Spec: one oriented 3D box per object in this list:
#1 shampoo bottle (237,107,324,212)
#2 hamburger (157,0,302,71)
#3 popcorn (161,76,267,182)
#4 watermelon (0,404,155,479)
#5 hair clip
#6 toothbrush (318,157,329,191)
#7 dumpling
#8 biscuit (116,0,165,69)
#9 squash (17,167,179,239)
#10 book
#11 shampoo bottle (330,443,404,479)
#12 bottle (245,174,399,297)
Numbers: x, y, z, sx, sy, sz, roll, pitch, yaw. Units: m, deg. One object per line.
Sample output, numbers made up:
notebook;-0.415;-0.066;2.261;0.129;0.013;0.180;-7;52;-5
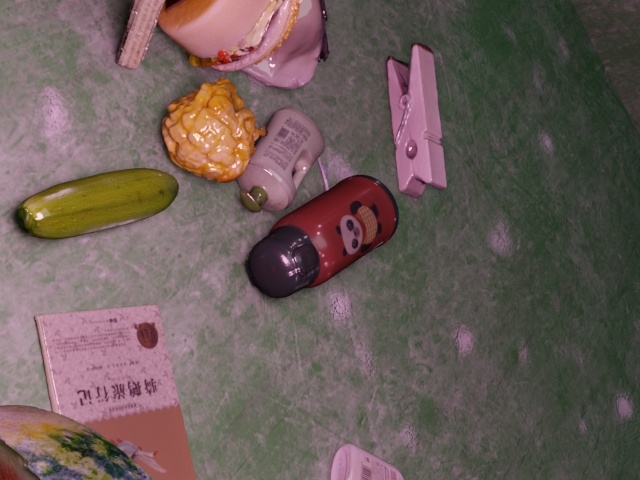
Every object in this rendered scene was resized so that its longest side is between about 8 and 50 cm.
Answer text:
shampoo bottle;-0.078;-0.128;1.857;0.118;0.087;0.234;49;41;-20
hamburger;-0.148;-0.429;1.765;0.170;0.302;0.302;21;57;-41
popcorn;-0.173;-0.177;1.723;0.180;0.170;0.180;-178;-90;-89
watermelon;-0.319;0.325;1.255;0.193;0.310;0.231;-44;142;-41
hair clip;0.208;-0.258;2.264;0.085;0.101;0.330;18;60;-50
toothbrush;0.006;-0.129;2.021;0.011;0.013;0.131;-2;77;-46
dumpling;-0.084;-0.424;1.943;0.204;0.163;0.292;-25;104;-57
biscuit;-0.260;-0.398;1.642;0.052;0.252;0.150;16;53;-15
squash;-0.322;-0.055;1.529;0.292;0.082;0.082;-19;88;-51
book;-0.280;0.246;1.481;0.217;0.021;0.310;-1;73;-51
shampoo bottle;0.106;0.436;1.830;0.221;0.051;0.108;35;47;-36
bottle;0.000;0.000;1.851;0.336;0.144;0.144;-34;99;-50
